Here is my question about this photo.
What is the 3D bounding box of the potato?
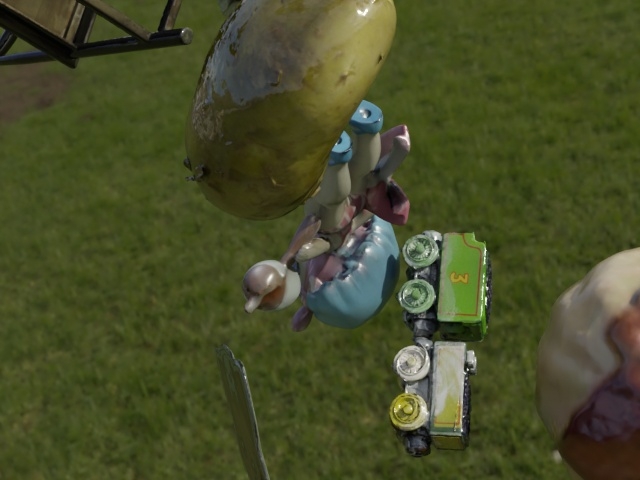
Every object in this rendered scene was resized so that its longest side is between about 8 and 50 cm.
[{"bbox_3d":[-0.017,-0.066,0.517,0.070,0.138,0.091,16,44,-11],"label":"potato"}]

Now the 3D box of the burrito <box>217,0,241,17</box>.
[{"bbox_3d":[0.053,-0.379,1.060,0.445,0.101,0.139,-58,19,-9],"label":"burrito"}]

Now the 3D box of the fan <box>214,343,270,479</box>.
[{"bbox_3d":[-0.050,0.189,0.951,0.009,0.220,0.132,-15,4,-12],"label":"fan"}]

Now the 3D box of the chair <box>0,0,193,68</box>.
[{"bbox_3d":[-0.199,-0.218,0.863,0.260,0.141,0.154,1,69,44],"label":"chair"}]

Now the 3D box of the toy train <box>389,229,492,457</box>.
[{"bbox_3d":[0.104,0.086,1.013,0.081,0.060,0.202,1,66,12],"label":"toy train"}]

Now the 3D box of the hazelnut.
[{"bbox_3d":[0.308,0.132,0.972,0.241,0.261,0.261,-22,22,17],"label":"hazelnut"}]

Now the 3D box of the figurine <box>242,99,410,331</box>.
[{"bbox_3d":[0.014,0.001,0.996,0.103,0.260,0.205,24,58,11],"label":"figurine"}]
